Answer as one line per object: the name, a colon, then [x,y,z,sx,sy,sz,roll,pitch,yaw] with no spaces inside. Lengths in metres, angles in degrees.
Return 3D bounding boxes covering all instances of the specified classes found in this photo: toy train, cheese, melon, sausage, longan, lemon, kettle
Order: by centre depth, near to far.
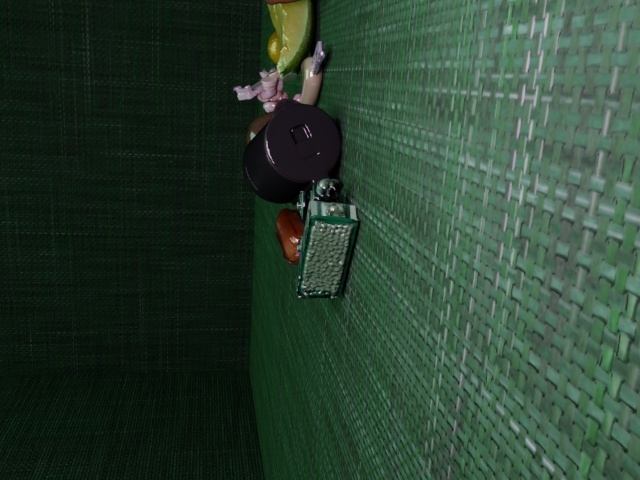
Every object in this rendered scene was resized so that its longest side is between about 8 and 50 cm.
toy train: [0.000,0.000,1.309,0.154,0.115,0.269,-93,11,-48]
kettle: [-0.072,-0.175,1.490,0.308,0.203,0.262,170,103,-76]
cheese: [-0.018,-0.438,1.606,0.235,0.050,0.127,133,138,-76]
melon: [-0.075,-0.593,1.737,0.196,0.124,0.323,121,142,-72]
sausage: [-0.073,-0.020,1.745,0.330,0.102,0.102,-119,31,-70]
longan: [-0.117,-0.285,1.757,0.167,0.187,0.167,-163,90,-83]
lemon: [-0.117,-0.618,1.988,0.109,0.109,0.133,-129,35,-74]

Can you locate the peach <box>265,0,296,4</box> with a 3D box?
peach: [-0.087,-0.708,1.566,0.232,0.232,0.232,-179,90,-79]

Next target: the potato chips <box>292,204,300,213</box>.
potato chips: [-0.086,-0.082,2.002,0.202,0.029,0.220,-108,23,-52]

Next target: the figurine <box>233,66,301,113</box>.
figurine: [-0.138,-0.379,1.865,0.182,0.144,0.256,-59,-45,-44]
